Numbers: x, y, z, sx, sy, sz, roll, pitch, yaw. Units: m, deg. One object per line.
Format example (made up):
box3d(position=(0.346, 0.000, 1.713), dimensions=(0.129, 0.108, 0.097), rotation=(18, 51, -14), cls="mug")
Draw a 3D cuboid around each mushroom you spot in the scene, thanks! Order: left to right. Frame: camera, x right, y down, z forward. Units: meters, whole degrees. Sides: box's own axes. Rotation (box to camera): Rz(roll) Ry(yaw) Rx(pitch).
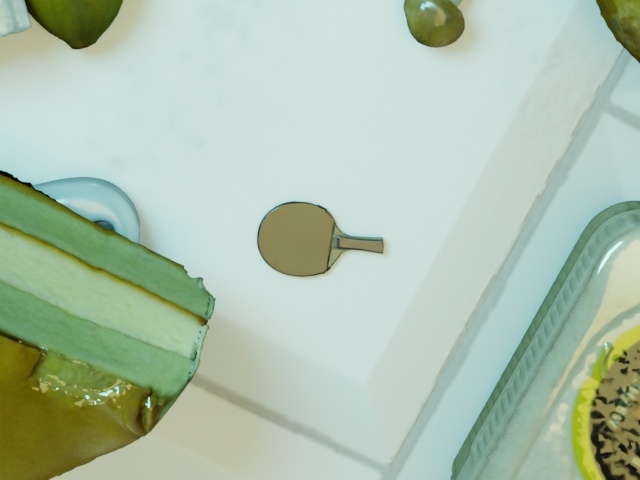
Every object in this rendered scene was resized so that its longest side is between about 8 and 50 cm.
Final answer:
box3d(position=(0.121, -0.266, 1.221), dimensions=(0.068, 0.043, 0.306), rotation=(12, 101, -35), cls="mushroom")

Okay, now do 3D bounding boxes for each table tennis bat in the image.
box3d(position=(0.000, 0.000, 1.279), dimensions=(0.083, 0.007, 0.050), rotation=(4, 102, -6), cls="table tennis bat")

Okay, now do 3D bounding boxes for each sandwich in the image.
box3d(position=(-0.210, 0.083, 1.175), dimensions=(0.227, 0.155, 0.198), rotation=(25, 121, -10), cls="sandwich")

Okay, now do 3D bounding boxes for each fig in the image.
box3d(position=(-0.152, -0.157, 1.195), dimensions=(0.074, 0.074, 0.088), rotation=(-13, 122, -4), cls="fig")

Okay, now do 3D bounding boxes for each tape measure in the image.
box3d(position=(0.224, 0.133, 1.278), dimensions=(0.231, 0.133, 0.271), rotation=(29, 100, -4), cls="tape measure")

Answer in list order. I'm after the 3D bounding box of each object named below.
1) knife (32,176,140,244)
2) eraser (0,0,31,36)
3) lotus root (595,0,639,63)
box3d(position=(-0.276, -0.034, 1.227), dimensions=(0.331, 0.044, 0.080), rotation=(11, 105, -6), cls="knife")
box3d(position=(-0.322, -0.290, 1.136), dimensions=(0.213, 0.082, 0.397), rotation=(-15, 104, -4), cls="eraser")
box3d(position=(0.295, -0.157, 1.195), dimensions=(0.291, 0.193, 0.193), rotation=(21, 99, -7), cls="lotus root")
